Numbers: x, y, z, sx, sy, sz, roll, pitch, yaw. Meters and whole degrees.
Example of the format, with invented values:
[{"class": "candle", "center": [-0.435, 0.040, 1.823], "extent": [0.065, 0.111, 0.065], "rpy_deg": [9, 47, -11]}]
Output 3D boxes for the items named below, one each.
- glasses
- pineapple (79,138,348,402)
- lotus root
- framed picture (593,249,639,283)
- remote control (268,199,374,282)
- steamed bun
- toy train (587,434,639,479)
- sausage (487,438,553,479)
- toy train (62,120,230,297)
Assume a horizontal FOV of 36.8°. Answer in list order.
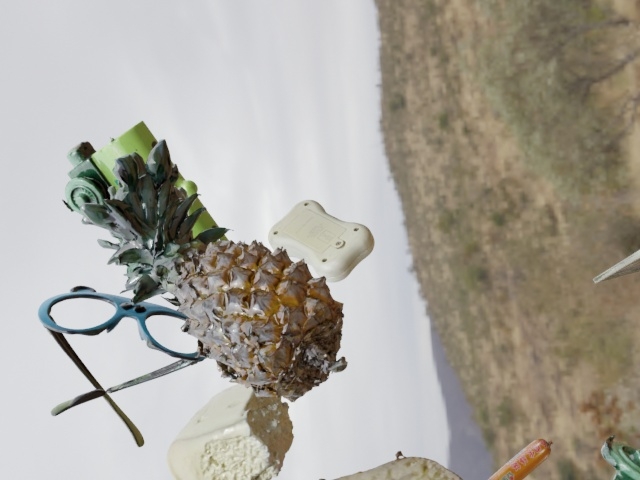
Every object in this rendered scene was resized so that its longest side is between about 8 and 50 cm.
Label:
[{"class": "glasses", "center": [-0.271, 0.176, 1.301], "extent": [0.102, 0.239, 0.206], "rpy_deg": [160, 121, -83]}, {"class": "pineapple", "center": [-0.064, 0.021, 0.595], "extent": [0.221, 0.083, 0.103], "rpy_deg": [33, 145, 37]}, {"class": "lotus root", "center": [0.108, 0.361, 1.270], "extent": [0.170, 0.261, 0.074], "rpy_deg": [-36, -51, -35]}, {"class": "framed picture", "center": [0.604, 0.028, 1.756], "extent": [0.203, 0.150, 0.015], "rpy_deg": [-8, -113, -46]}, {"class": "remote control", "center": [0.000, 0.000, 1.033], "extent": [0.122, 0.074, 0.032], "rpy_deg": [30, 157, 44]}, {"class": "steamed bun", "center": [-0.118, 0.326, 1.552], "extent": [0.170, 0.200, 0.225], "rpy_deg": [58, -158, -8]}, {"class": "toy train", "center": [0.335, 0.322, 0.976], "extent": [0.120, 0.202, 0.301], "rpy_deg": [-58, -19, 17]}, {"class": "sausage", "center": [0.270, 0.299, 1.284], "extent": [0.031, 0.107, 0.031], "rpy_deg": [48, 162, 21]}, {"class": "toy train", "center": [-0.223, -0.040, 1.281], "extent": [0.253, 0.157, 0.105], "rpy_deg": [56, -148, -12]}]
